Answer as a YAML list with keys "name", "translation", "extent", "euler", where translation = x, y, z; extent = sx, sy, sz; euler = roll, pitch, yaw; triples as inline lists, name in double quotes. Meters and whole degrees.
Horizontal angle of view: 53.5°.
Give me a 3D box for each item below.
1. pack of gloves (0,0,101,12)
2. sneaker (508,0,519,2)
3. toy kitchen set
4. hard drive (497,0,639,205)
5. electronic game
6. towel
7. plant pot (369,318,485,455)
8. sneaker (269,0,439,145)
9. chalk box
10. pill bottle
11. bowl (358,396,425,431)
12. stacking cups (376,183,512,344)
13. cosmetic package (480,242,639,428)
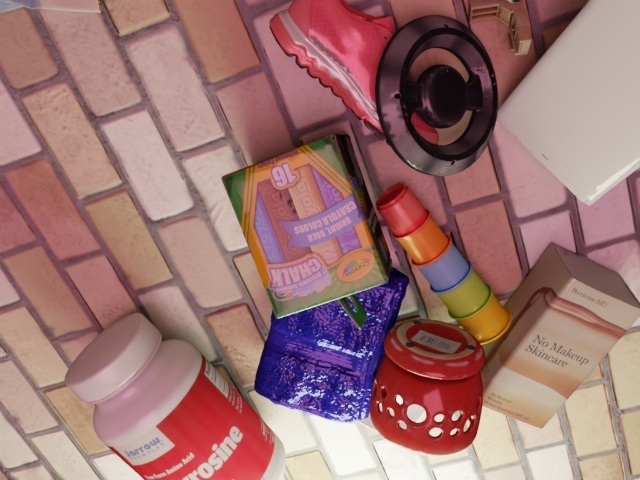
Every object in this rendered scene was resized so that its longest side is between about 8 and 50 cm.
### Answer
- name: "pack of gloves"
  translation: [-0.425, -0.425, 0.899]
  extent: [0.232, 0.046, 0.195]
  euler: [3, 118, 12]
- name: "sneaker"
  translation: [0.307, -0.402, 0.864]
  extent: [0.170, 0.068, 0.071]
  euler: [-33, 76, 5]
- name: "toy kitchen set"
  translation: [0.258, -0.300, 0.922]
  extent: [0.075, 0.083, 0.068]
  euler: [-7, 159, 6]
- name: "hard drive"
  translation: [0.390, -0.199, 0.850]
  extent: [0.203, 0.040, 0.307]
  euler: [47, 150, 9]
- name: "electronic game"
  translation: [0.173, -0.208, 0.919]
  extent: [0.229, 0.048, 0.229]
  euler: [-2, 95, -32]
- name: "towel"
  translation: [0.015, 0.177, 1.144]
  extent: [0.228, 0.076, 0.308]
  euler: [14, 107, -2]
- name: "plant pot"
  translation: [0.188, 0.239, 1.089]
  extent: [0.191, 0.191, 0.174]
  euler: [6, 110, -1]
- name: "sneaker"
  translation: [0.080, -0.251, 0.925]
  extent: [0.314, 0.116, 0.136]
  euler: [38, 109, -18]
- name: "chalk box"
  translation: [0.000, 0.000, 0.980]
  extent: [0.179, 0.180, 0.288]
  euler: [-18, 96, 11]
- name: "pill bottle"
  translation: [-0.266, 0.337, 1.186]
  extent: [0.229, 0.229, 0.407]
  euler: [-30, 113, 17]
- name: "bowl"
  translation: [0.134, 0.311, 1.257]
  extent: [0.142, 0.053, 0.142]
  euler: [30, 114, -13]
- name: "stacking cups"
  translation: [0.213, 0.039, 1.087]
  extent: [0.096, 0.096, 0.316]
  euler: [-31, 112, 17]
- name: "cosmetic package"
  translation: [0.404, 0.173, 1.131]
  extent: [0.153, 0.129, 0.296]
  euler: [22, 116, -8]
